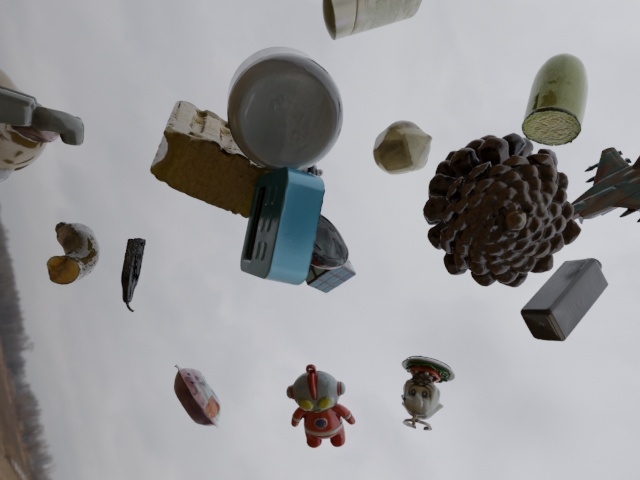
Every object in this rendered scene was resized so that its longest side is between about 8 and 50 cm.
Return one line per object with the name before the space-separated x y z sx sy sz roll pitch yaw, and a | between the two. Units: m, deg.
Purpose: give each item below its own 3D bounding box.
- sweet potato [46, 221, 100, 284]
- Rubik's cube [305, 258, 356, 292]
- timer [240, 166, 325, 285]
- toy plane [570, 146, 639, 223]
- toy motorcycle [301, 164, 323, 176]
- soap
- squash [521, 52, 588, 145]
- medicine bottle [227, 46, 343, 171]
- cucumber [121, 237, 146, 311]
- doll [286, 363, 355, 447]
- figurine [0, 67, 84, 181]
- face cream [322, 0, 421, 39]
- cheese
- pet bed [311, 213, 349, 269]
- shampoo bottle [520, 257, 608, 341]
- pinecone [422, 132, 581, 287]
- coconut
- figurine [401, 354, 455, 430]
sweet potato | -0.585 0.010 1.061 0.286 0.112 0.085 41 -44 47
Rubik's cube | 0.019 0.095 1.820 0.162 0.160 0.163 -36 -124 16
timer | -0.110 -0.033 0.969 0.250 0.091 0.232 5 -96 56
toy plane | 0.670 -0.099 1.061 0.326 0.104 0.223 -38 -133 20
toy motorcycle | -0.072 -0.183 1.554 0.260 0.110 0.171 -16 -83 58
soap | -0.273 -0.224 1.193 0.156 0.293 0.335 -61 -155 21
squash | 0.580 -0.363 1.103 0.132 0.132 0.247 -15 -132 54
medicine bottle | -0.091 -0.315 1.039 0.306 0.244 0.245 -111 -154 -59
cucumber | -0.406 0.072 0.968 0.039 0.043 0.164 142 -45 -58
doll | -0.002 0.489 1.329 0.105 0.199 0.337 -82 166 -60
figurine | -0.471 -0.165 0.555 0.342 0.285 0.167 31 -86 9
face cream | 0.161 -0.738 1.415 0.081 0.348 0.174 59 -18 22
cheese | -0.311 0.388 1.144 0.189 0.074 0.286 58 -17 0
pet bed | 0.000 0.000 1.339 0.053 0.201 0.201 -36 -109 34
shampoo bottle | 0.543 0.117 0.988 0.080 0.246 0.079 59 -28 -8
pinecone | 0.303 -0.065 0.781 0.264 0.264 0.264 21 -63 49
coconut | 0.309 -0.345 1.669 0.224 0.224 0.225 21 -63 49
figurine | 0.239 0.365 1.052 0.132 0.132 0.154 -32 -149 53
